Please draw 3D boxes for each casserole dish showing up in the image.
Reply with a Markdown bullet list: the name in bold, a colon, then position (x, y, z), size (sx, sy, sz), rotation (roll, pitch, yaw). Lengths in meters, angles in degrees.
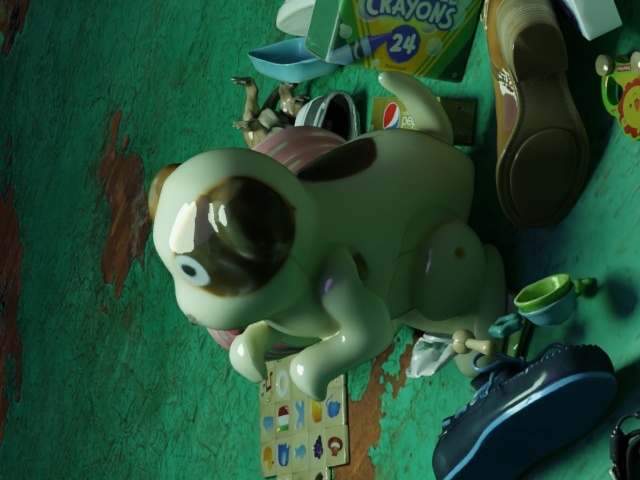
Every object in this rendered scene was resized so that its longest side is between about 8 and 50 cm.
- **casserole dish**: position (-0.038, -0.278, 2.300), size (0.188, 0.114, 0.037), rotation (29, 134, 60)

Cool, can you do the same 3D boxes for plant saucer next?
- **plant saucer**: position (-0.025, 0.013, 2.011), size (0.084, 0.332, 0.332), rotation (21, 105, 36)

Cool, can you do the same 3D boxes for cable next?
- **cable**: position (0.346, 0.262, 1.501), size (0.184, 0.047, 0.151), rotation (29, 111, 60)

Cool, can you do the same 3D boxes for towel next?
- **towel**: position (0.209, 0.103, 1.835), size (0.152, 0.023, 0.113), rotation (41, 123, 55)

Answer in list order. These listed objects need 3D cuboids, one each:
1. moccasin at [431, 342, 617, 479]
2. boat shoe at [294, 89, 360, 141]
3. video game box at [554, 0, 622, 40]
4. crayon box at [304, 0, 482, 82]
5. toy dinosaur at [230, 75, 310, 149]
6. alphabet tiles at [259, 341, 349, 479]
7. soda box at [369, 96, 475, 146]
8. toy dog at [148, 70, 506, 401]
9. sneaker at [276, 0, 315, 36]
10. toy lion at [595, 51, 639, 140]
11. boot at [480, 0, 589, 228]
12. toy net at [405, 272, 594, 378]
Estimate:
- **moccasin**: position (0.208, 0.187, 1.692), size (0.342, 0.137, 0.117), rotation (-47, 41, 49)
- **boat shoe**: position (0.010, -0.072, 2.168), size (0.102, 0.108, 0.301), rotation (159, 121, -65)
- **video game box**: position (0.252, -0.337, 1.625), size (0.187, 0.048, 0.205), rotation (-100, -15, -67)
- **crayon box**: position (0.119, -0.376, 1.896), size (0.083, 0.203, 0.323), rotation (42, 122, 57)
- **toy dinosaur**: position (-0.069, -0.142, 2.327), size (0.296, 0.127, 0.200), rotation (-105, 7, -57)
- **alphabet tiles**: position (-0.029, 0.241, 2.284), size (0.285, 0.011, 0.343), rotation (-25, 63, 59)
- **soda box**: position (0.134, -0.160, 1.985), size (0.181, 0.058, 0.061), rotation (10, 95, 62)
- **toy dog**: position (0.000, 0.000, 1.758), size (0.284, 0.407, 0.396), rotation (31, 115, 51)
- **sneaker**: position (0.046, -0.413, 2.150), size (0.292, 0.108, 0.169), rotation (-21, 63, 44)
- **toy lion**: position (0.341, -0.156, 1.615), size (0.100, 0.034, 0.096), rotation (9, 101, 63)
- **boot**: position (0.234, -0.178, 1.740), size (0.220, 0.109, 0.283), rotation (-97, -5, -59)
- **toy net**: position (0.191, 0.090, 1.678), size (0.232, 0.122, 0.045), rotation (-24, 103, 26)
